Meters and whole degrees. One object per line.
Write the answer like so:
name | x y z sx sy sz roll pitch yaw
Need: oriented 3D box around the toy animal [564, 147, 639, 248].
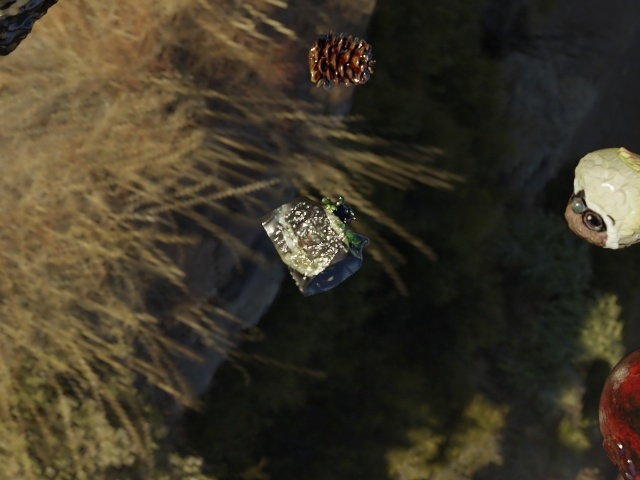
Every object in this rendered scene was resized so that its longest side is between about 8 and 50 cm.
toy animal | 0.296 -0.035 1.227 0.137 0.098 0.098 11 102 -37

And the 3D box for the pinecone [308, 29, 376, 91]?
pinecone | 0.026 -0.223 1.575 0.077 0.083 0.077 -10 101 -63

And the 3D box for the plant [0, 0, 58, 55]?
plant | -0.373 -0.247 1.137 0.213 0.312 0.215 -28 97 -48

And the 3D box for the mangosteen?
mangosteen | 0.425 0.206 1.473 0.210 0.210 0.210 -42 144 -40

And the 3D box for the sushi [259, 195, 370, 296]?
sushi | 0.000 0.000 1.244 0.084 0.083 0.056 -30 145 2
